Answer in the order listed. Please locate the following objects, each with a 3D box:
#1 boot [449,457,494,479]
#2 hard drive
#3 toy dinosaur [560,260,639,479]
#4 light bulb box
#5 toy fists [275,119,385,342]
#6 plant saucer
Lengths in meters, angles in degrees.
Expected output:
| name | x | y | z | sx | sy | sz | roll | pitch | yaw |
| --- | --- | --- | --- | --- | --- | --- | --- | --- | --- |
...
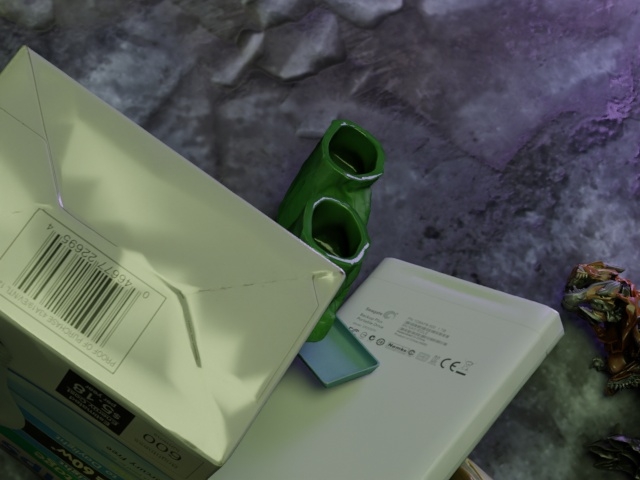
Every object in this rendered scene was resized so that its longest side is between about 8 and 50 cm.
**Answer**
| name | x | y | z | sx | sy | sz | roll | pitch | yaw |
| --- | --- | --- | --- | --- | --- | --- | --- | --- | --- |
| boot | 0.133 | 0.252 | 1.948 | 0.165 | 0.213 | 0.077 | 36 | 92 | -41 |
| hard drive | 0.055 | 0.172 | 1.903 | 0.233 | 0.047 | 0.353 | 18 | 53 | 38 |
| toy dinosaur | 0.406 | 0.145 | 2.065 | 0.322 | 0.164 | 0.218 | 18 | 45 | 12 |
| light bulb box | -0.220 | 0.066 | 1.752 | 0.358 | 0.361 | 0.225 | 36 | 64 | -2 |
| toy fists | 0.000 | 0.000 | 1.944 | 0.096 | 0.142 | 0.279 | 28 | 34 | -11 |
| plant saucer | -0.015 | 0.088 | 1.954 | 0.067 | 0.018 | 0.192 | -18 | 41 | -25 |
